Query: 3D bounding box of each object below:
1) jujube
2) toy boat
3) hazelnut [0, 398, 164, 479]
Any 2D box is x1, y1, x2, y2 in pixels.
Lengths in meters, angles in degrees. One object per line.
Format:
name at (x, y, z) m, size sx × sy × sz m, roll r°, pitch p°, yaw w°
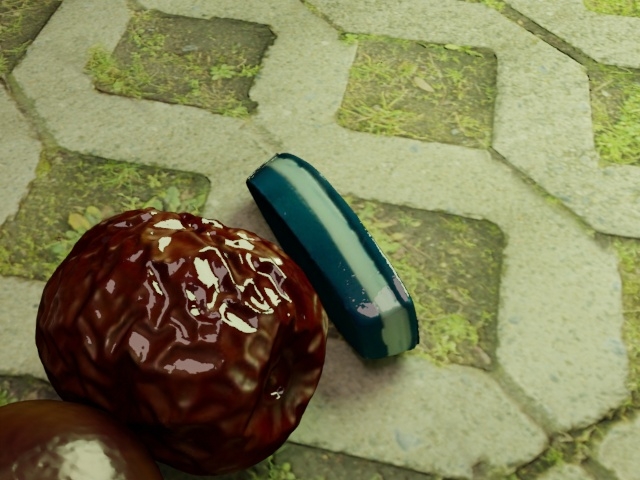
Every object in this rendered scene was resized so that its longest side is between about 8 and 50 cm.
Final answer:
jujube at (-0.117, 0.073, 0.772) m, size 0.232 × 0.213 × 0.213 m, roll 15°, pitch 45°, yaw 32°
toy boat at (0.000, 0.000, 0.936) m, size 0.062 × 0.096 × 0.299 m, roll -26°, pitch 46°, yaw -11°
hazelnut at (-0.205, 0.203, 0.639) m, size 0.208 × 0.208 × 0.208 m, roll -1°, pitch 44°, yaw 1°
